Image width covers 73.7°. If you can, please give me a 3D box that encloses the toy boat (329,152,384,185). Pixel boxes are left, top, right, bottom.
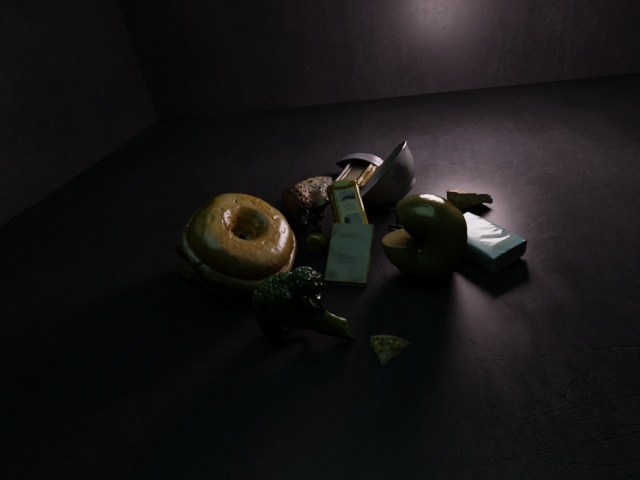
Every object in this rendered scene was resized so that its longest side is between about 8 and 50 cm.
[{"bbox_3d":[0.200,-0.339,2.183,0.275,0.111,0.294,0,47,13],"label":"toy boat"}]

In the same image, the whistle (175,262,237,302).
[{"bbox_3d":[-0.428,0.155,1.613,0.326,0.057,0.068,17,41,35],"label":"whistle"}]

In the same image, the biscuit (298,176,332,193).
[{"bbox_3d":[-0.054,-0.241,2.100,0.178,0.084,0.281,2,35,18],"label":"biscuit"}]

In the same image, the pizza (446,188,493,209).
[{"bbox_3d":[0.601,-0.177,1.840,0.188,0.081,0.204,-1,14,-32],"label":"pizza"}]

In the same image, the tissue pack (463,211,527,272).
[{"bbox_3d":[0.579,0.003,1.545,0.177,0.089,0.263,-25,38,-21],"label":"tissue pack"}]

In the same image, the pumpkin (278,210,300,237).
[{"bbox_3d":[-0.160,-0.089,1.852,0.149,0.131,0.253,-32,37,-30],"label":"pumpkin"}]

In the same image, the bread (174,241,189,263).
[{"bbox_3d":[-0.471,0.026,1.702,0.143,0.158,0.149,-34,17,37],"label":"bread"}]

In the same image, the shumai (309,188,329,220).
[{"bbox_3d":[-0.012,-0.153,1.926,0.145,0.116,0.146,-19,38,16],"label":"shumai"}]

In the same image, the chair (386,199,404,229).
[{"bbox_3d":[0.378,-0.084,1.722,0.212,0.102,0.084,19,43,39],"label":"chair"}]

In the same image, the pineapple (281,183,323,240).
[{"bbox_3d":[-0.071,-0.118,1.800,0.128,0.128,0.248,-19,64,-14],"label":"pineapple"}]

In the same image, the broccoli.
[{"bbox_3d":[-0.058,0.178,1.289,0.301,0.254,0.186,-7,32,6],"label":"broccoli"}]

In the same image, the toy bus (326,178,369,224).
[{"bbox_3d":[0.116,-0.130,1.740,0.145,0.151,0.332,-12,59,0],"label":"toy bus"}]

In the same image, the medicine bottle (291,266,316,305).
[{"bbox_3d":[-0.053,0.160,1.433,0.080,0.131,0.080,-7,31,4],"label":"medicine bottle"}]

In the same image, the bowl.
[{"bbox_3d":[0.323,-0.267,1.921,0.157,0.345,0.346,39,41,-5],"label":"bowl"}]

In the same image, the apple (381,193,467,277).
[{"bbox_3d":[0.355,-0.019,1.460,0.291,0.292,0.254,9,19,27],"label":"apple"}]

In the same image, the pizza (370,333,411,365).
[{"bbox_3d":[0.194,0.312,1.227,0.122,0.027,0.109,4,37,19],"label":"pizza"}]

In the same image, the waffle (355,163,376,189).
[{"bbox_3d":[0.201,-0.292,2.031,0.148,0.042,0.102,-54,7,-27],"label":"waffle"}]

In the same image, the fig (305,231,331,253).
[{"bbox_3d":[0.002,0.014,1.726,0.093,0.094,0.166,5,-4,22],"label":"fig"}]

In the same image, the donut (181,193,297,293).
[{"bbox_3d":[-0.286,0.007,1.572,0.448,0.198,0.449,15,41,-13],"label":"donut"}]

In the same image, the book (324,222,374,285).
[{"bbox_3d":[0.104,0.046,1.553,0.161,0.026,0.231,3,68,17],"label":"book"}]
